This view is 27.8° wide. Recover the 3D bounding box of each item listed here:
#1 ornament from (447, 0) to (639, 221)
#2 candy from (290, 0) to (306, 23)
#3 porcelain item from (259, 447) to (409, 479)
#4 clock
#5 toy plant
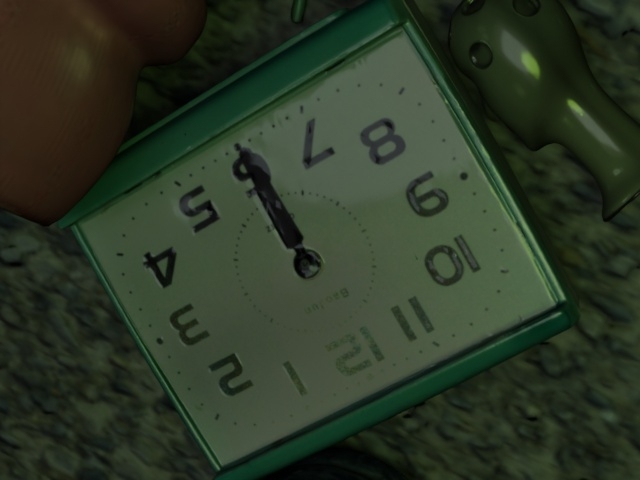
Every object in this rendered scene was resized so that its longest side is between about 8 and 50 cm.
[{"bbox_3d":[0.138,-0.088,0.774,0.156,0.075,0.081,48,123,5],"label":"ornament"},{"bbox_3d":[0.007,-0.234,0.816,0.060,0.060,0.201,21,112,15],"label":"candy"},{"bbox_3d":[0.001,0.216,0.841,0.147,0.114,0.147,4,103,16],"label":"porcelain item"},{"bbox_3d":[0.000,0.000,0.821,0.262,0.116,0.231,-29,93,21],"label":"clock"},{"bbox_3d":[-0.132,-0.186,0.736,0.356,0.211,0.317,-56,37,-7],"label":"toy plant"}]
